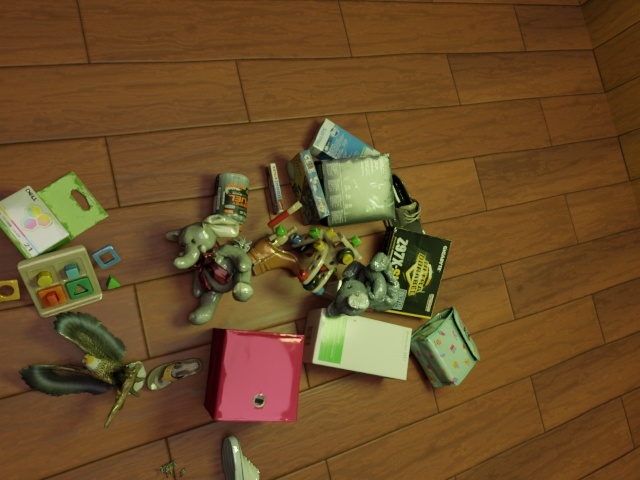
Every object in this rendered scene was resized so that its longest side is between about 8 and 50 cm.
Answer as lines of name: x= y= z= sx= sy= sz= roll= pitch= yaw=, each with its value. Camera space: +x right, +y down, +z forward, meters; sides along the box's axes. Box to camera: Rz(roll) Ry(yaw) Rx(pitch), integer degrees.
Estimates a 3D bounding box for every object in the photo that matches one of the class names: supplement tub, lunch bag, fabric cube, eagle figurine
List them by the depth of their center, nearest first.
eagle figurine: x=-0.672 y=0.365 z=1.371 sx=0.298 sy=0.225 sz=0.226 roll=20 pitch=27 yaw=12
fabric cube: x=-0.214 y=0.417 z=1.480 sx=0.254 sy=0.259 sz=0.258 roll=10 pitch=78 yaw=-19
supplement tub: x=-0.310 y=-0.128 z=1.608 sx=0.117 sy=0.117 sz=0.190 roll=6 pitch=79 yaw=-21
lunch bag: x=0.502 y=0.409 z=1.827 sx=0.262 sy=0.160 sz=0.223 roll=-30 pitch=90 yaw=-34

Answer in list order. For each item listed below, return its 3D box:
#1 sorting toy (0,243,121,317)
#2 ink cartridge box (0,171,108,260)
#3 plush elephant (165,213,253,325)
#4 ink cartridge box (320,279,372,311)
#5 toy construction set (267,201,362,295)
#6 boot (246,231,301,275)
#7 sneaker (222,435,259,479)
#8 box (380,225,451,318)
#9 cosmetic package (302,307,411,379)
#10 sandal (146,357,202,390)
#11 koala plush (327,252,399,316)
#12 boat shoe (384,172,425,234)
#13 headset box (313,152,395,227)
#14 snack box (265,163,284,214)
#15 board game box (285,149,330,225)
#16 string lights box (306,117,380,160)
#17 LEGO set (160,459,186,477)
sorting toy: x=-0.764 y=0.128 z=1.377 sx=0.348 sy=0.047 sz=0.196 roll=-19 pitch=122 yaw=-23
ink cartridge box: x=-0.814 y=-0.083 z=1.410 sx=0.255 sy=0.097 sz=0.188 roll=-40 pitch=97 yaw=-22
plush elephant: x=-0.359 y=0.054 z=1.482 sx=0.255 sy=0.272 sz=0.330 roll=41 pitch=41 yaw=-30
ink cartridge box: x=0.090 y=0.199 z=1.715 sx=0.198 sy=0.115 sz=0.067 roll=24 pitch=72 yaw=-17
toy construction set: x=0.000 y=0.000 z=1.583 sx=0.237 sy=0.257 sz=0.309 roll=-36 pitch=102 yaw=17
boot: x=-0.167 y=0.084 z=1.664 sx=0.152 sy=0.073 sz=0.197 roll=-38 pitch=96 yaw=-16
sneaker: x=-0.252 y=0.753 z=1.512 sx=0.091 sy=0.094 sz=0.258 roll=-10 pitch=90 yaw=-41
box: x=0.344 y=0.124 z=1.803 sx=0.257 sy=0.079 sz=0.322 roll=13 pitch=95 yaw=-18
cosmetic package: x=0.128 y=0.376 z=1.681 sx=0.366 sy=0.155 sz=0.196 roll=14 pitch=73 yaw=-18
sandal: x=-0.464 y=0.423 z=1.492 sx=0.180 sy=0.049 sz=0.072 roll=-14 pitch=87 yaw=-23
koala plush: x=0.137 y=0.181 z=1.561 sx=0.221 sy=0.196 sz=0.203 roll=-29 pitch=92 yaw=-39
boat shoe: x=0.324 y=-0.110 z=1.851 sx=0.132 sy=0.130 sz=0.355 roll=-34 pitch=95 yaw=-23
headset box: x=0.135 y=-0.190 z=1.734 sx=0.283 sy=0.131 sz=0.246 roll=-9 pitch=99 yaw=-12
snack box: x=-0.167 y=-0.186 z=1.703 sx=0.022 sy=0.064 sz=0.178 roll=-9 pitch=85 yaw=-25
board game box: x=-0.050 y=-0.186 z=1.696 sx=0.042 sy=0.165 sz=0.243 roll=-17 pitch=88 yaw=-23
string lights box: x=0.091 y=-0.346 z=1.827 sx=0.260 sy=0.077 sz=0.133 roll=30 pitch=71 yaw=-15
LEGO set: x=-0.465 y=0.716 z=1.462 sx=0.083 sy=0.023 sz=0.054 roll=48 pitch=70 yaw=-22
